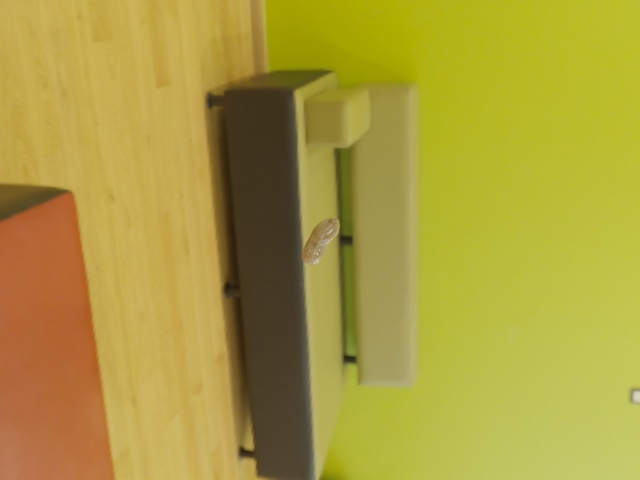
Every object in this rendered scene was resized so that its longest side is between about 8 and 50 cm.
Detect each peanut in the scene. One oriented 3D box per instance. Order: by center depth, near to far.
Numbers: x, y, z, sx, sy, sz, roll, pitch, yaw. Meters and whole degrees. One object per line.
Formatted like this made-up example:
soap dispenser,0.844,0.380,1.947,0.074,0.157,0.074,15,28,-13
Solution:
peanut,0.000,0.000,1.127,0.083,0.037,0.037,-53,177,24
